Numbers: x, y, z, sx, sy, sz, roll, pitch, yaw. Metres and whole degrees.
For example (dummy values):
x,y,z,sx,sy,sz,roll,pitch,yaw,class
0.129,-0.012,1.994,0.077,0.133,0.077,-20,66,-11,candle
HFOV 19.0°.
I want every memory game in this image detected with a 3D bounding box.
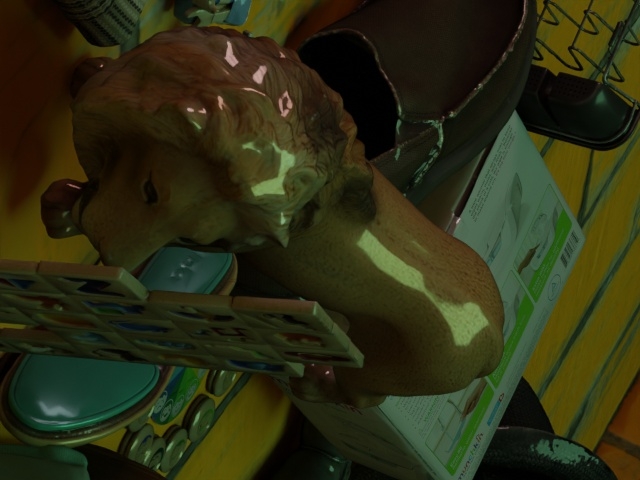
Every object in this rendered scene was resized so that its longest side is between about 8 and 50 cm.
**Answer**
x,y,z,sx,sy,sz,roll,pitch,yaw,class
-0.092,0.091,1.388,0.186,0.012,0.186,-54,159,-33,memory game

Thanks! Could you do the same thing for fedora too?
x,y,z,sx,sy,sz,roll,pitch,yaw,class
0.151,0.225,1.956,0.334,0.334,0.153,84,3,-57,fedora

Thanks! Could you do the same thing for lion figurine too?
x,y,z,sx,sy,sz,roll,pitch,yaw,class
0.000,0.000,1.020,0.392,0.240,0.142,27,76,-42,lion figurine

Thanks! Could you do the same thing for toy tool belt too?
x,y,z,sx,sy,sz,roll,pitch,yaw,class
-0.067,-0.145,1.119,0.051,0.052,0.083,2,111,-38,toy tool belt

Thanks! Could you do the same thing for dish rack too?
x,y,z,sx,sy,sz,roll,pitch,yaw,class
0.191,-0.225,1.516,0.074,0.208,0.272,34,78,-57,dish rack

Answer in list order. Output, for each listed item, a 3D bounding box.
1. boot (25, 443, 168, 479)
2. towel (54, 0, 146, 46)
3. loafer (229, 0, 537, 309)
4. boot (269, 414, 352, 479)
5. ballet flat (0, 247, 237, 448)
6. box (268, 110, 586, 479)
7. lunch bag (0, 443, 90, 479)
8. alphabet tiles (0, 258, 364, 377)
x,y,z,sx,sy,sz,roll,pitch,yaw,class
-0.187,0.228,1.154,0.203,0.095,0.262,-66,170,1,boot
-0.067,-0.282,0.917,0.324,0.056,0.312,-63,162,-13,towel
0.049,-0.103,1.349,0.366,0.133,0.130,-56,160,-31,loafer
0.009,0.147,1.654,0.190,0.076,0.208,-60,173,-63,boot
-0.123,0.074,1.179,0.232,0.080,0.073,-43,166,-49,ballet flat
0.086,0.040,1.538,0.262,0.126,0.231,-63,147,-16,box
-0.194,0.258,0.944,0.223,0.160,0.262,-112,-145,-63,lunch bag
-0.104,0.037,0.930,0.198,0.237,0.009,53,42,-70,alphabet tiles
